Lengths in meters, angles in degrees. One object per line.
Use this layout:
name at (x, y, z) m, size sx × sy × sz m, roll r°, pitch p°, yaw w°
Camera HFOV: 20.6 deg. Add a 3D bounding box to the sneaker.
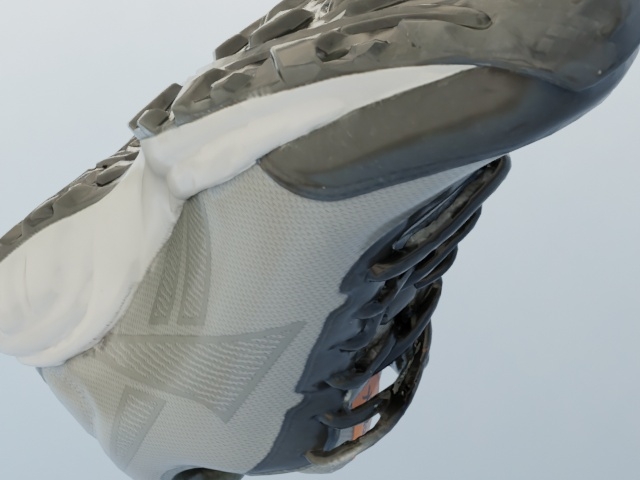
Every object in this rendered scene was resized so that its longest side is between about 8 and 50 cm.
sneaker at (0.000, 0.000, 0.438) m, size 0.100 × 0.108 × 0.271 m, roll -39°, pitch -178°, yaw -31°
